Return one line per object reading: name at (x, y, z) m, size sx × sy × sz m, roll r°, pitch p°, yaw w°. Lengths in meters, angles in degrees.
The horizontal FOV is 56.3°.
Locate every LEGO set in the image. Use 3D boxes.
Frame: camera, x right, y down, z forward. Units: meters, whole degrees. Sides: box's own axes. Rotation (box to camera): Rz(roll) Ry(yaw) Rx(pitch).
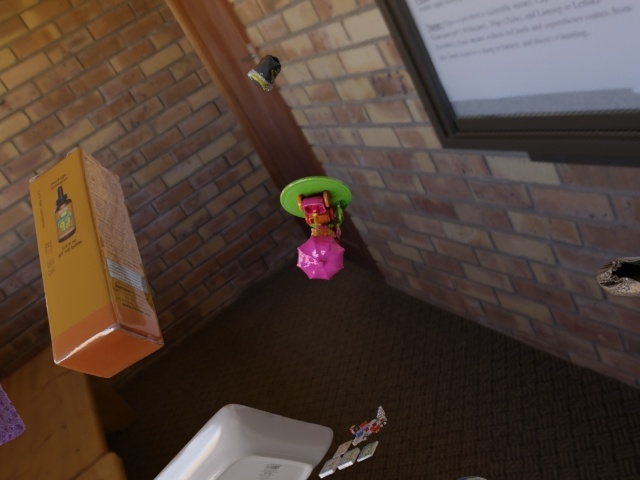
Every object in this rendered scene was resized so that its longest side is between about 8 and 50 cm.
LEGO set at (0.099, 0.582, 1.754) m, size 0.182 × 0.060 × 0.244 m, roll -32°, pitch -1°, yaw 22°

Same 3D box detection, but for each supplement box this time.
supplement box at (-0.236, 0.018, 0.619) m, size 0.078 × 0.080 × 0.233 m, roll -31°, pitch 60°, yaw 10°

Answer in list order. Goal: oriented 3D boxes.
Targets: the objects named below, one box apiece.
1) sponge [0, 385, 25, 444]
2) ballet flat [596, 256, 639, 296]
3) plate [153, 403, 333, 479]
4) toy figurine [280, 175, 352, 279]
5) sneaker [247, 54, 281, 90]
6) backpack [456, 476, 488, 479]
sponge at (-0.594, 0.304, 0.950) m, size 0.031 × 0.117 × 0.210 m, roll -43°, pitch -10°, yaw 29°
ballet flat at (0.534, 0.046, 0.883) m, size 0.250 × 0.058 × 0.084 m, roll -6°, pitch 59°, yaw 48°
plate at (-0.126, 0.353, 0.817) m, size 0.278 × 0.277 × 0.045 m, roll -48°, pitch 52°, yaw 4°
toy figurine at (0.000, 0.000, 1.057) m, size 0.130 × 0.173 × 0.159 m, roll -8°, pitch 60°, yaw 9°
sneaker at (-0.057, -0.187, 0.662) m, size 0.035 × 0.031 × 0.083 m, roll -44°, pitch 15°, yaw 12°
backpack at (0.354, 0.761, 1.451) m, size 0.290 × 0.273 × 0.355 m, roll 18°, pitch 47°, yaw 40°
